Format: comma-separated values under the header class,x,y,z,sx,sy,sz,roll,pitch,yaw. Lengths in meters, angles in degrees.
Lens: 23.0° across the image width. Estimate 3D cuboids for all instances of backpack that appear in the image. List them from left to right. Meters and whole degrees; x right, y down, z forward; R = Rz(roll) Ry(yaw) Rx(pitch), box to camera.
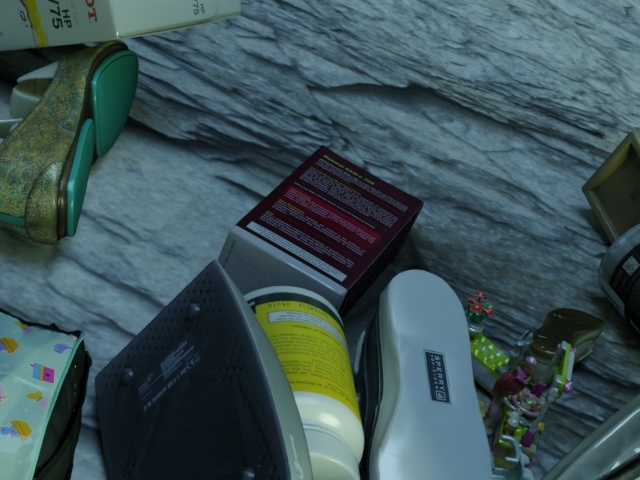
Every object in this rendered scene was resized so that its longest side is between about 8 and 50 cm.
class,x,y,z,sx,sy,sz,roll,pitch,yaw
backpack,-0.243,0.152,1.107,0.144,0.165,0.188,14,29,-13

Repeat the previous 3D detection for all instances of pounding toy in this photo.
class,x,y,z,sx,sy,sz,roll,pitch,yaw
pounding toy,0.390,-0.052,1.894,0.100,0.141,0.130,0,53,-34

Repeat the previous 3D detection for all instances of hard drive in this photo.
class,x,y,z,sx,sy,sz,roll,pitch,yaw
hard drive,-0.091,0.150,1.221,0.054,0.172,0.254,33,21,-36

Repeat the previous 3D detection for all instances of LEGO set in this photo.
class,x,y,z,sx,sy,sz,roll,pitch,yaw
LEGO set,0.169,0.113,1.497,0.132,0.107,0.287,12,33,-18

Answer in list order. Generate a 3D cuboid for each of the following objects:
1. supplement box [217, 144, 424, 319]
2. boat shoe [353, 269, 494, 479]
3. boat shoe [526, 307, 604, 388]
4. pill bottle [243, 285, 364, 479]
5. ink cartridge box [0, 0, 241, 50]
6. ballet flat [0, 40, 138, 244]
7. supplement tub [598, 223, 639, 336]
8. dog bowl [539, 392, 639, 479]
class,x,y,z,sx,sy,sz,roll,pitch,yaw
supplement box,0.000,0.000,1.590,0.130,0.073,0.239,30,33,10
boat shoe,0.074,0.168,1.363,0.108,0.102,0.301,15,47,-20
boat shoe,0.250,0.110,1.627,0.056,0.048,0.153,21,22,19
pill bottle,-0.027,0.143,1.310,0.119,0.119,0.208,13,32,-16
ink cartridge box,-0.256,-0.312,1.663,0.270,0.198,0.197,0,14,38
ballet flat,-0.265,-0.112,1.559,0.123,0.123,0.348,20,31,-6
supplement tub,0.395,0.074,1.698,0.117,0.117,0.190,2,38,-32
dog bowl,0.358,0.168,1.290,0.150,0.408,0.408,53,37,7
